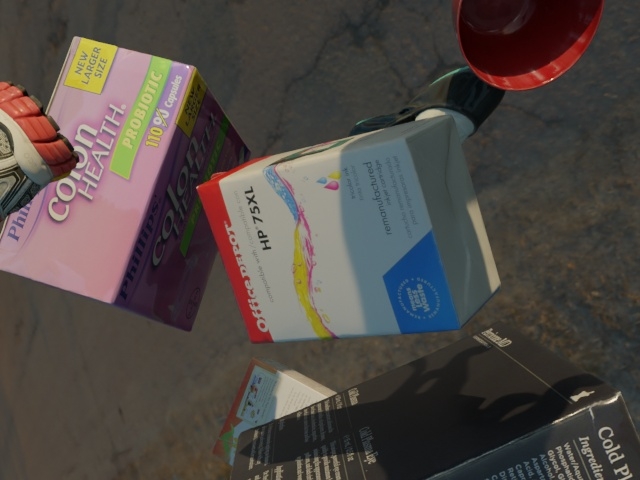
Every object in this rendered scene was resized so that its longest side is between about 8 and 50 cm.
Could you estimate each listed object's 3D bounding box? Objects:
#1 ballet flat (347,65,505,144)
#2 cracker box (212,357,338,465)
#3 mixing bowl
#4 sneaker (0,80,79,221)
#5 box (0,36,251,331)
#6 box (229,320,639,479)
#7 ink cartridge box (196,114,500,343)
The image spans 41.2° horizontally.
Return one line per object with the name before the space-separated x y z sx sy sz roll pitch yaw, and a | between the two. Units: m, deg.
ballet flat | 0.139 -0.143 1.159 0.280 0.095 0.096 -22 48 52
cracker box | -0.021 0.285 1.213 0.232 0.067 0.155 25 92 24
mixing bowl | 0.221 -0.275 0.983 0.098 0.181 0.181 -121 28 -56
sneaker | -0.258 -0.051 0.545 0.225 0.093 0.088 4 135 42
box | -0.174 -0.039 0.821 0.243 0.117 0.213 58 -132 -76
box | 0.094 0.233 0.749 0.343 0.312 0.179 -113 -1 -86
ink cartridge box | 0.000 0.000 0.632 0.231 0.078 0.134 -10 104 36
